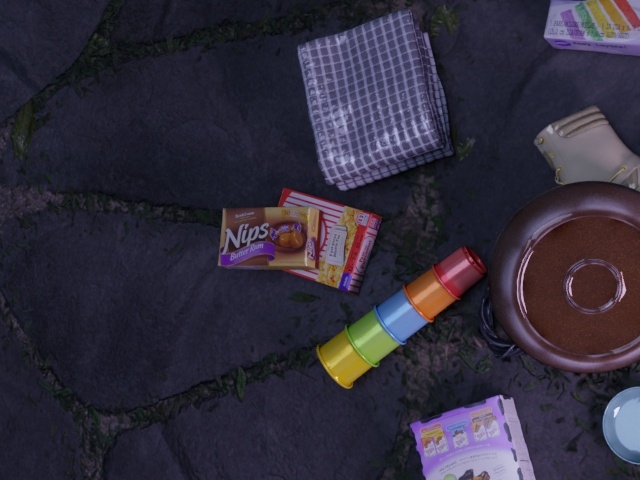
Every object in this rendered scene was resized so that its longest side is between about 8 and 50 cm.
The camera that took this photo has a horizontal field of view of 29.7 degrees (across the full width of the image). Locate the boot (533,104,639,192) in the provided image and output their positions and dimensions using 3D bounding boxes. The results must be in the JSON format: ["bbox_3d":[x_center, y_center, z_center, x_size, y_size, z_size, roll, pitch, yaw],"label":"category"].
[{"bbox_3d":[0.393,-0.077,1.933,0.262,0.095,0.203,-37,66,7],"label":"boot"}]

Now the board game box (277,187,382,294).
[{"bbox_3d":[0.000,0.000,2.168,0.194,0.045,0.146,17,89,30],"label":"board game box"}]

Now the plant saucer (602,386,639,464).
[{"bbox_3d":[0.498,0.286,1.863,0.119,0.021,0.119,-5,78,27],"label":"plant saucer"}]

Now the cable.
[{"bbox_3d":[0.334,0.111,1.975,0.151,0.047,0.184,20,86,25],"label":"cable"}]

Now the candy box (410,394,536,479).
[{"bbox_3d":[0.253,0.369,1.952,0.165,0.070,0.196,-21,71,23],"label":"candy box"}]

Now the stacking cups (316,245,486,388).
[{"bbox_3d":[0.137,0.120,2.050,0.316,0.096,0.096,-41,65,14],"label":"stacking cups"}]

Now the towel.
[{"bbox_3d":[0.091,-0.254,2.122,0.235,0.121,0.283,-19,72,23],"label":"towel"}]

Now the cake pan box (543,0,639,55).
[{"bbox_3d":[0.508,-0.428,1.962,0.267,0.070,0.245,11,84,30],"label":"cake pan box"}]

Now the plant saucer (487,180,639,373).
[{"bbox_3d":[0.414,0.065,1.844,0.311,0.050,0.310,1,105,4],"label":"plant saucer"}]

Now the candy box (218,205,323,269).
[{"bbox_3d":[-0.090,-0.004,2.161,0.187,0.053,0.109,0,81,28],"label":"candy box"}]
